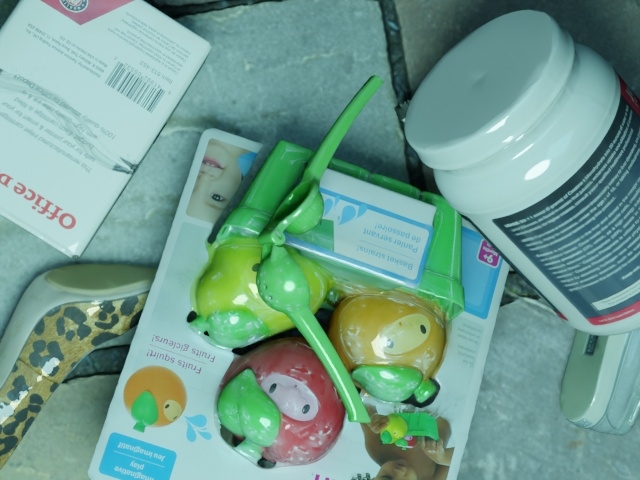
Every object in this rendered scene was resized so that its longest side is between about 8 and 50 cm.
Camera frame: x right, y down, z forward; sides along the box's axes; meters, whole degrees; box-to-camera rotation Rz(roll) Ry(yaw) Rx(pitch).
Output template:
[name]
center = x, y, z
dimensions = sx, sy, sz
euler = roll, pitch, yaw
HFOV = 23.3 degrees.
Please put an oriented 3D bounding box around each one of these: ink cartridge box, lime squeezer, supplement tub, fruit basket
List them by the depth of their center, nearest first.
[lime squeezer]
center = 0.000, 0.000, 1.347
dimensions = 0.110, 0.059, 0.310
euler = 4, 82, -9
[supplement tub]
center = 0.225, -0.059, 1.417
dimensions = 0.272, 0.191, 0.191
euler = 44, 81, -28
[fruit basket]
center = -0.004, 0.098, 1.418
dimensions = 0.327, 0.165, 0.353
euler = 20, 65, -7
[ink cartridge box]
center = -0.237, -0.123, 1.450
dimensions = 0.172, 0.100, 0.237
euler = 32, 82, -5

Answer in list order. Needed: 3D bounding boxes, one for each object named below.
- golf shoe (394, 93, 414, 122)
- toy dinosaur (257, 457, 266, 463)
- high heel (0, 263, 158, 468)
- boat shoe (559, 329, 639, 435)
[golf shoe]
center = 0.173, -0.112, 1.523
dimensions = 0.198, 0.077, 0.093
euler = -3, 88, -7
[toy dinosaur]
center = -0.056, 0.270, 1.478
dimensions = 0.268, 0.064, 0.118
euler = 26, 90, -3
[high heel]
center = -0.241, 0.125, 1.465
dimensions = 0.261, 0.093, 0.186
euler = -12, 114, -23
[boat shoe]
center = 0.309, 0.084, 1.540
dimensions = 0.081, 0.079, 0.227
euler = 24, 82, -26
